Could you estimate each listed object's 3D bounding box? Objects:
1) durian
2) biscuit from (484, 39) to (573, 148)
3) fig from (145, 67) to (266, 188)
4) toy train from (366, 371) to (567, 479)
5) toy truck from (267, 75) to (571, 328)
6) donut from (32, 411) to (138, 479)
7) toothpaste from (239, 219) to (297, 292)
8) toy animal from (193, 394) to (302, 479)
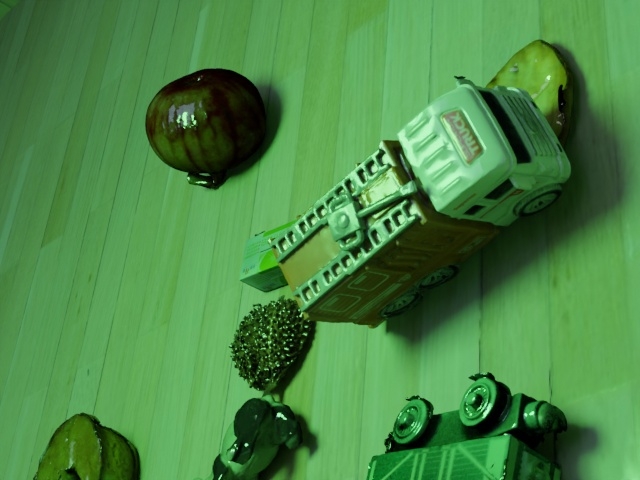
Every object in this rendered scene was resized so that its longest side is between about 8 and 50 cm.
[{"bbox_3d":[-0.090,0.164,1.775,0.148,0.091,0.188,-29,46,40],"label":"durian"},{"bbox_3d":[0.277,-0.167,1.583,0.203,0.041,0.260,-11,55,54],"label":"biscuit"},{"bbox_3d":[-0.212,-0.223,2.163,0.235,0.214,0.235,-36,14,11],"label":"fig"},{"bbox_3d":[0.164,0.254,1.333,0.269,0.115,0.154,-19,45,45],"label":"toy train"},{"bbox_3d":[0.120,-0.044,1.492,0.387,0.207,0.173,-41,64,31],"label":"toy truck"},{"bbox_3d":[-0.414,0.448,1.995,0.272,0.107,0.272,-33,45,41],"label":"donut"},{"bbox_3d":[0.000,0.000,1.806,0.336,0.067,0.081,-22,52,45],"label":"toothpaste"},{"bbox_3d":[-0.118,0.329,1.685,0.225,0.094,0.121,-60,21,17],"label":"toy animal"}]
